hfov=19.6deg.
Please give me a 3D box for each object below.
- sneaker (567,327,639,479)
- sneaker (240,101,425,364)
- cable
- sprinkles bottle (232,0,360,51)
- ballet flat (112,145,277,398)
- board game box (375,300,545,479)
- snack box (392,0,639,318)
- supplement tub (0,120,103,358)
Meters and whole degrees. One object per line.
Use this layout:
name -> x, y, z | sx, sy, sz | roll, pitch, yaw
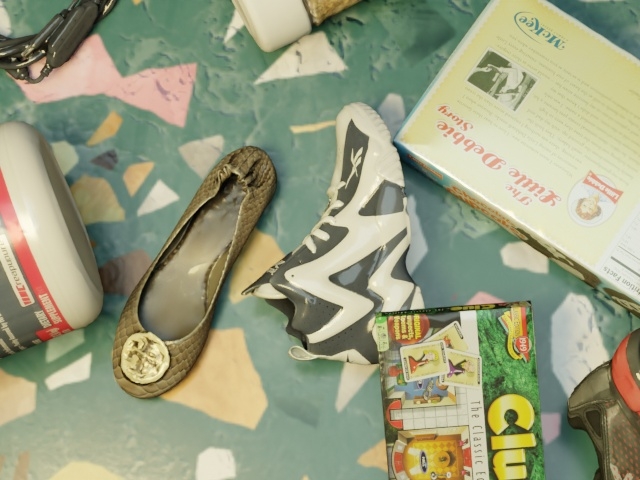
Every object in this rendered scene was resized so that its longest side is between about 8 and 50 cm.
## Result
sneaker -> 0.311, 0.202, 1.565 | 0.135, 0.097, 0.276 | -33, 102, 37
sneaker -> 0.000, 0.000, 1.628 | 0.153, 0.094, 0.235 | -9, 88, -7
cable -> -0.267, -0.245, 1.728 | 0.150, 0.047, 0.184 | 31, 84, 14
sprinkles bottle -> 0.078, -0.301, 1.675 | 0.355, 0.121, 0.121 | -28, 78, -3
ballet flat -> -0.113, 0.025, 1.648 | 0.084, 0.058, 0.250 | 29, 81, 10
board game box -> 0.123, 0.185, 1.577 | 0.136, 0.030, 0.260 | -5, 95, 0
snack box -> 0.246, -0.069, 1.645 | 0.322, 0.060, 0.187 | 35, 82, 10
supplement tub -> -0.341, 0.026, 1.594 | 0.272, 0.191, 0.191 | -21, 77, -1
